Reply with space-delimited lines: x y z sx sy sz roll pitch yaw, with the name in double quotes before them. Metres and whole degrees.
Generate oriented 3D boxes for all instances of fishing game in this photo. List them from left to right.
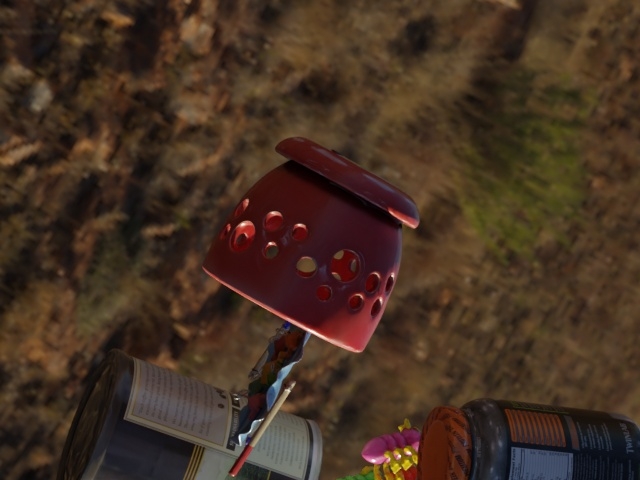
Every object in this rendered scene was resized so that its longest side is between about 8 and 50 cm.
"fishing game" -0.059 0.145 1.583 0.189 0.041 0.264 -57 -172 21

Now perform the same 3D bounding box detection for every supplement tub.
"supplement tub" 0.192 0.206 1.271 0.117 0.190 0.117 -172 -90 -76

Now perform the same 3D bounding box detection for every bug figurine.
"bug figurine" 0.123 0.296 1.868 0.216 0.072 0.279 -9 152 -33

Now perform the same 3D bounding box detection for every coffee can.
"coffee can" -0.163 0.273 1.725 0.201 0.275 0.201 -57 -160 34

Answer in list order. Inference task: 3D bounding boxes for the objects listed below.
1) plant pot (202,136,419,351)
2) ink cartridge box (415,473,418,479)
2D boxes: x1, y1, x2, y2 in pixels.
"plant pot" 0.000 0.000 1.437 0.174 0.191 0.191 -60 161 2
"ink cartridge box" 0.202 0.340 1.341 0.066 0.296 0.261 -20 -133 52
